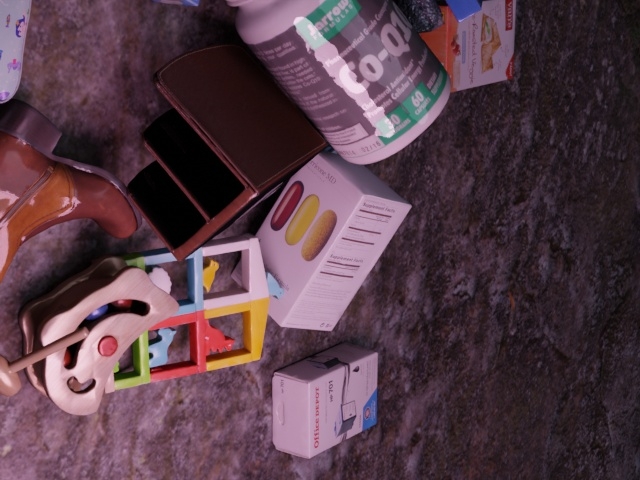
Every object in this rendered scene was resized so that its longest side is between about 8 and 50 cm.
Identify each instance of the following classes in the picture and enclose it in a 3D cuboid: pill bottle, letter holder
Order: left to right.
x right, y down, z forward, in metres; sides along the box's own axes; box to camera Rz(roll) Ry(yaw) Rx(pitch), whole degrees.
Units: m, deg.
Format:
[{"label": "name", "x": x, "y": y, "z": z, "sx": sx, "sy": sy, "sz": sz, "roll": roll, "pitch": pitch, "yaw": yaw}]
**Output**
[{"label": "letter holder", "x": -0.152, "y": -0.135, "z": 1.806, "sx": 0.214, "sy": 0.152, "sz": 0.302, "roll": 50, "pitch": 24, "yaw": -1}, {"label": "pill bottle", "x": 0.008, "y": -0.299, "z": 1.885, "sx": 0.361, "sy": 0.204, "sz": 0.204, "roll": 48, "pitch": 61, "yaw": -25}]

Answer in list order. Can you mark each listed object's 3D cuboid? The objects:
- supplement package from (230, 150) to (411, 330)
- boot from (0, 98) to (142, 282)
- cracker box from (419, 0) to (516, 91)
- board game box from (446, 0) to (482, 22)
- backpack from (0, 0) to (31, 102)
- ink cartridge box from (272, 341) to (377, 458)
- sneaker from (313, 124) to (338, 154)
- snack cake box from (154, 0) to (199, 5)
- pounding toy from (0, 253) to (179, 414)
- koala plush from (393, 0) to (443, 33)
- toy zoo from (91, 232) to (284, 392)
[{"label": "supplement package", "x": 0.000, "y": 0.000, "z": 2.035, "sx": 0.134, "sy": 0.139, "sz": 0.244, "roll": 10, "pitch": 117, "yaw": -53}, {"label": "boot", "x": -0.372, "y": 0.007, "z": 1.663, "sx": 0.264, "sy": 0.096, "sz": 0.280, "roll": 49, "pitch": 62, "yaw": -47}, {"label": "cracker box", "x": 0.268, "y": -0.360, "z": 2.407, "sx": 0.232, "sy": 0.067, "sz": 0.155, "roll": -20, "pitch": 115, "yaw": -49}, {"label": "board game box", "x": 0.210, "y": -0.448, "z": 2.191, "sx": 0.160, "sy": 0.047, "sz": 0.210, "roll": 58, "pitch": 15, "yaw": -8}, {"label": "backpack", "x": -0.444, "y": -0.253, "z": 1.434, "sx": 0.253, "sy": 0.191, "sz": 0.225, "roll": 5, "pitch": 97, "yaw": -48}, {"label": "ink cartridge box", "x": 0.010, "y": 0.268, "z": 2.241, "sx": 0.191, "sy": 0.082, "sz": 0.139, "roll": -19, "pitch": 115, "yaw": -50}, {"label": "sneaker", "x": 0.019, "y": -0.206, "z": 2.130, "sx": 0.125, "sy": 0.104, "sz": 0.262, "roll": 44, "pitch": 67, "yaw": -20}, {"label": "snack cake box", "x": -0.248, "y": -0.423, "z": 1.707, "sx": 0.264, "sy": 0.089, "sz": 0.152, "roll": 22, "pitch": 83, "yaw": -53}, {"label": "pounding toy", "x": -0.298, "y": 0.146, "z": 1.729, "sx": 0.269, "sy": 0.155, "sz": 0.154, "roll": -35, "pitch": 121, "yaw": -23}, {"label": "koala plush", "x": 0.075, "y": -0.423, "z": 2.061, "sx": 0.196, "sy": 0.203, "sz": 0.221, "roll": -55, "pitch": 137, "yaw": -78}, {"label": "toy zoo", "x": -0.182, "y": 0.098, "z": 1.905, "sx": 0.293, "sy": 0.030, "sz": 0.192, "roll": -9, "pitch": 109, "yaw": -29}]
